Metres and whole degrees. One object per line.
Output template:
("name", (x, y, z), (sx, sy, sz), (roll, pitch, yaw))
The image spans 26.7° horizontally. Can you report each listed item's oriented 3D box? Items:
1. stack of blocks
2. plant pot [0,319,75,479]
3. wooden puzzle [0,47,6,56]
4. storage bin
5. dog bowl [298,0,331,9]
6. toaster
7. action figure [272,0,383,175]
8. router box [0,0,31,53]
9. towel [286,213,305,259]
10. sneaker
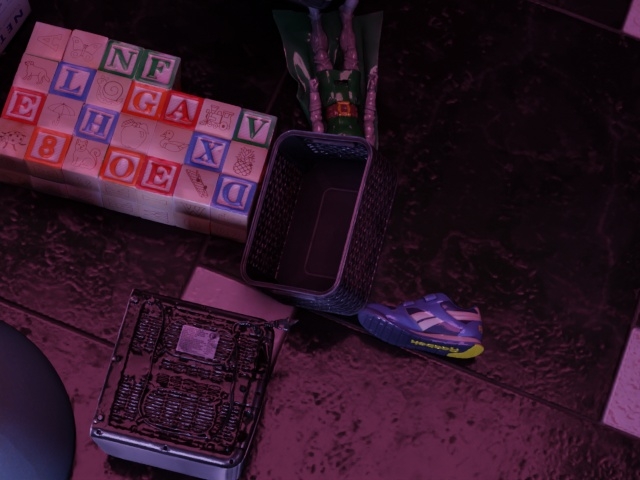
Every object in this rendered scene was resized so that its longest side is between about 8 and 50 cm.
("stack of blocks", (-0.203, -0.122, 1.533), (0.297, 0.087, 0.171), (15, 68, 2))
("plant pot", (-0.401, 0.183, 1.345), (0.290, 0.195, 0.290), (1, 69, -3))
("wooden puzzle", (-0.408, -0.230, 1.605), (0.083, 0.006, 0.049), (-28, 73, -13))
("storage bin", (0.001, -0.020, 1.475), (0.122, 0.084, 0.180), (8, 76, 28))
("dog bowl", (-0.074, -0.459, 1.495), (0.150, 0.408, 0.408), (-39, 73, 16))
("toaster", (-0.133, 0.154, 1.418), (0.185, 0.110, 0.168), (13, 69, 2))
("action figure", (0.023, -0.173, 1.586), (0.137, 0.063, 0.232), (-4, 73, -9))
("router box", (-0.453, -0.210, 1.431), (0.082, 0.301, 0.335), (28, 72, 8))
("towel", (0.000, 0.000, 1.541), (0.060, 0.009, 0.083), (-18, 71, -10))
("sneaker", (0.112, 0.087, 1.494), (0.144, 0.053, 0.059), (14, 67, -6))
